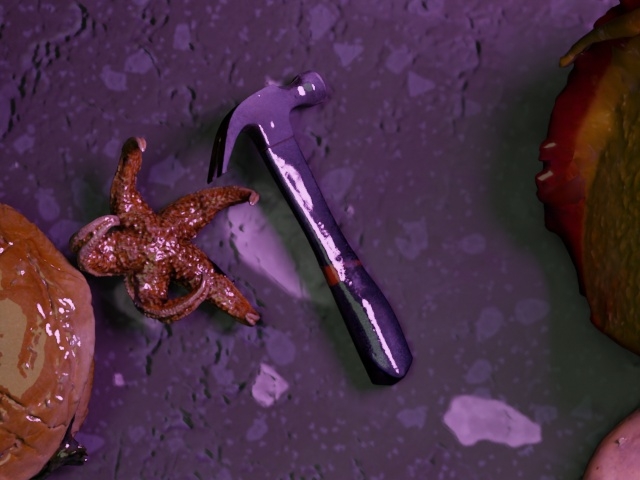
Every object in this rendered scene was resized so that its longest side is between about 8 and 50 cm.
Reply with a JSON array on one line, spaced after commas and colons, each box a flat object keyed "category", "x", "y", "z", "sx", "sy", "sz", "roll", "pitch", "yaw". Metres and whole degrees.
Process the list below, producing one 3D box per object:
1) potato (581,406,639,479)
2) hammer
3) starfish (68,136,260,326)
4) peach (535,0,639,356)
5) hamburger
[{"category": "potato", "x": 0.309, "y": 0.213, "z": 1.517, "sx": 0.235, "sy": 0.128, "sz": 0.161, "roll": -39, "pitch": 86, "yaw": -1}, {"category": "hammer", "x": 0.000, "y": 0.000, "z": 1.604, "sx": 0.137, "sy": 0.037, "sz": 0.289, "roll": -26, "pitch": 89, "yaw": -29}, {"category": "starfish", "x": -0.124, "y": 0.002, "z": 1.620, "sx": 0.190, "sy": 0.074, "sz": 0.146, "roll": 37, "pitch": 74, "yaw": -10}, {"category": "peach", "x": 0.365, "y": -0.068, "z": 1.425, "sx": 0.310, "sy": 0.406, "sz": 0.335, "roll": -13, "pitch": 72, "yaw": -20}, {"category": "hamburger", "x": -0.312, "y": 0.073, "z": 1.620, "sx": 0.309, "sy": 0.132, "sz": 0.211, "roll": 42, "pitch": 95, "yaw": 11}]
